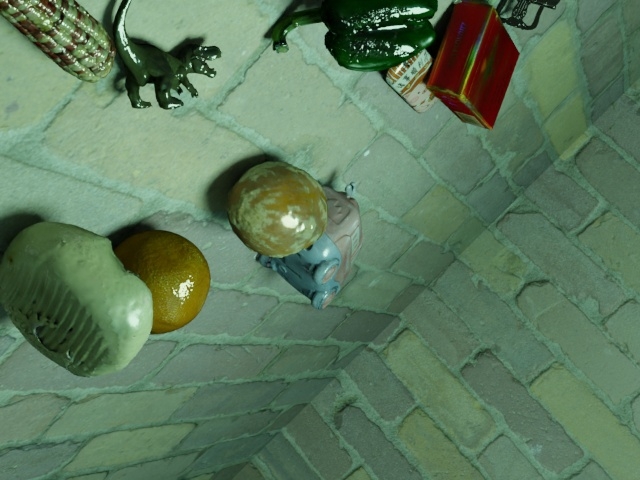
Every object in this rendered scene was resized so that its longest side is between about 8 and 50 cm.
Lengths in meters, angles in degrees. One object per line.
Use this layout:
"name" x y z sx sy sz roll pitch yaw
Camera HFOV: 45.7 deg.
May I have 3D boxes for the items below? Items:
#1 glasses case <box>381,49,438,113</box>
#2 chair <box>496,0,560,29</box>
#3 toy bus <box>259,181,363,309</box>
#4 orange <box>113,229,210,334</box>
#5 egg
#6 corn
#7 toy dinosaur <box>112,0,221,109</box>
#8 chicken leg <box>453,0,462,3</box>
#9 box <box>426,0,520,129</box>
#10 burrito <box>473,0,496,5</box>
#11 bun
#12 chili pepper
"glasses case" 0.204 -0.345 1.619 0.103 0.067 0.267 -52 158 10
"chair" 0.446 -0.518 1.610 0.229 0.106 0.113 105 4 -52
"toy bus" 0.000 0.000 1.780 0.232 0.197 0.294 -45 159 -22
"orange" -0.302 0.079 1.391 0.206 0.206 0.206 -35 158 -17
"egg" -0.086 -0.060 1.501 0.195 0.195 0.233 -49 161 18
"corn" -0.320 -0.261 0.874 0.079 0.079 0.237 -43 155 3
"toy dinosaur" -0.229 -0.279 1.071 0.187 0.087 0.178 -38 127 -55
"chicken leg" 0.253 -0.512 1.378 0.125 0.080 0.196 -35 161 16
"box" 0.342 -0.379 1.673 0.313 0.089 0.197 13 98 -66
"burrito" 0.360 -0.533 1.561 0.074 0.044 0.118 -18 151 -41
"bun" -0.386 0.089 1.215 0.168 0.273 0.272 -55 173 -44
"chili pepper" 0.049 -0.358 1.196 0.261 0.173 0.165 -3 158 2
